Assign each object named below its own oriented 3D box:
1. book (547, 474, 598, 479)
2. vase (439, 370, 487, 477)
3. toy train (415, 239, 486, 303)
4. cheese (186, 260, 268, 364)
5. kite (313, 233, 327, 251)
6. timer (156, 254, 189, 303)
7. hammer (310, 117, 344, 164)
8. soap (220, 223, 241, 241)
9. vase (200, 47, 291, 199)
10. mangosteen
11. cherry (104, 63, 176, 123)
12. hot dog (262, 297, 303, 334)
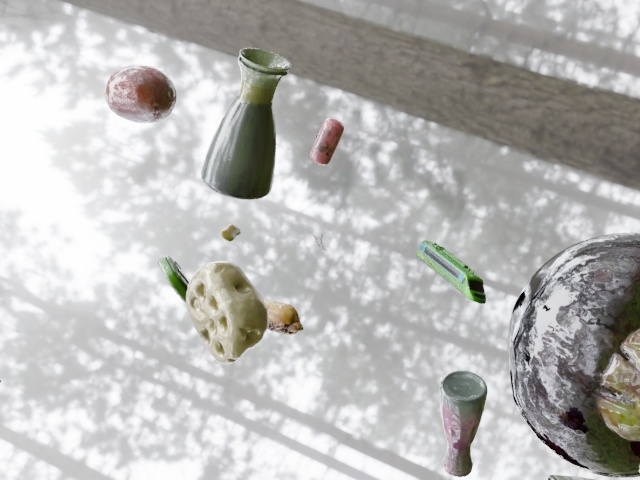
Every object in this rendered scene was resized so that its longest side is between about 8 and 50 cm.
[{"bbox_3d":[0.593,0.569,1.937,0.160,0.228,0.024,15,-71,-31],"label":"book"},{"bbox_3d":[0.259,0.346,1.731,0.086,0.086,0.214,-48,-35,-46],"label":"vase"},{"bbox_3d":[0.253,0.055,1.759,0.044,0.209,0.042,13,-74,-30],"label":"toy train"},{"bbox_3d":[-0.202,0.159,2.081,0.117,0.218,0.235,-21,-67,-33],"label":"cheese"},{"bbox_3d":[0.004,0.005,1.847,0.002,0.044,0.078,-37,11,-15],"label":"kite"},{"bbox_3d":[-0.402,0.109,2.630,0.047,0.128,0.140,-33,-44,-3],"label":"timer"},{"bbox_3d":[0.011,-0.169,1.600,0.043,0.043,0.083,-32,-30,-60],"label":"hammer"},{"bbox_3d":[-0.197,-0.017,2.054,0.012,0.034,0.089,-53,1,20],"label":"soap"},{"bbox_3d":[-0.164,-0.269,2.141,0.173,0.173,0.321,-37,-34,-57],"label":"vase"},{"bbox_3d":[0.486,0.179,1.365,0.382,0.435,0.382,-11,-73,-38],"label":"mangosteen"},{"bbox_3d":[-0.293,-0.232,1.454,0.107,0.225,0.090,-6,-74,-29],"label":"cherry"},{"bbox_3d":[-0.151,0.209,2.601,0.076,0.249,0.102,-50,-41,-34],"label":"hot dog"}]
